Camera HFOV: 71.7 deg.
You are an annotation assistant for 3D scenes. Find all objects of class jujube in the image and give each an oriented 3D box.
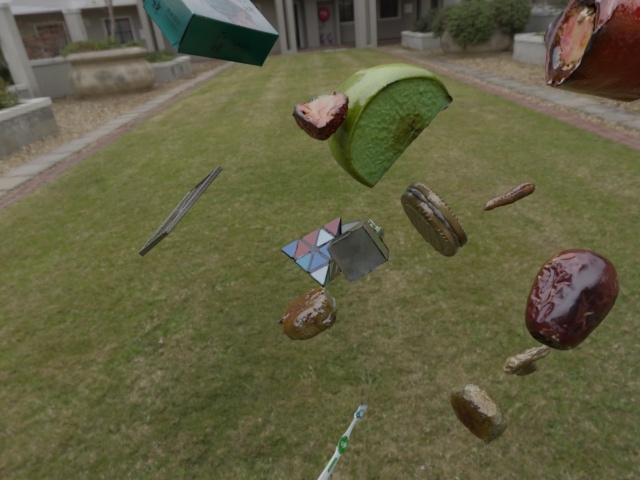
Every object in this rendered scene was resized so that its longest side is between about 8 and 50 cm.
[{"bbox_3d":[0.760,0.175,1.349,0.223,0.223,0.318,22,69,44],"label":"jujube"}]

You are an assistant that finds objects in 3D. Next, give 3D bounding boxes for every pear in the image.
[{"bbox_3d":[0.139,-0.369,1.257,0.342,0.239,0.318,-48,34,11],"label":"pear"}]

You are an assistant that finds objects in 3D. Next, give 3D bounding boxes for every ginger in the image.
[{"bbox_3d":[0.698,0.429,1.543,0.150,0.258,0.065,-17,59,-2],"label":"ginger"}]

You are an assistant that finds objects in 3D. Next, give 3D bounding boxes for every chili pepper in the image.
[{"bbox_3d":[0.689,-0.421,0.994,0.306,0.251,0.229,16,54,-4],"label":"chili pepper"}]

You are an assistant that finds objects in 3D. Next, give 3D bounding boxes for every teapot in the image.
[{"bbox_3d":[0.200,-0.021,2.296,0.240,0.321,0.239,-30,68,-2],"label":"teapot"}]

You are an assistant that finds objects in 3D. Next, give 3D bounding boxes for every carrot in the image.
[{"bbox_3d":[0.467,-0.106,1.098,0.165,0.035,0.036,-25,31,-16],"label":"carrot"}]

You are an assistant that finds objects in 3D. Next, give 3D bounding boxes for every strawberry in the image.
[{"bbox_3d":[0.007,-0.296,1.069,0.140,0.085,0.192,-30,38,-17],"label":"strawberry"}]

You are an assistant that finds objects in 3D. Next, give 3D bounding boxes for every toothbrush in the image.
[{"bbox_3d":[0.056,0.575,1.227,0.030,0.030,0.304,11,36,30],"label":"toothbrush"}]

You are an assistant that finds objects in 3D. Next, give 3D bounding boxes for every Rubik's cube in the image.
[{"bbox_3d":[0.000,0.000,1.715,0.250,0.234,0.284,29,13,16],"label":"Rubik's cube"}]

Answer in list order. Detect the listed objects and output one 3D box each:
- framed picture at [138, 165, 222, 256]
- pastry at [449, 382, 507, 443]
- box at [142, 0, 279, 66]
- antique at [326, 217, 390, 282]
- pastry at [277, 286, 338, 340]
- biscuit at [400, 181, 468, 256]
[{"bbox_3d":[-0.369,-0.080,1.161,0.189,0.023,0.259,-27,27,45],"label":"framed picture"},{"bbox_3d":[0.526,0.567,1.477,0.093,0.182,0.192,-29,46,-20],"label":"pastry"},{"bbox_3d":[-0.230,-0.476,0.961,0.245,0.092,0.153,-19,66,-51],"label":"box"},{"bbox_3d":[0.129,0.028,1.457,0.152,0.146,0.148,-33,4,18],"label":"antique"},{"bbox_3d":[-0.033,0.250,1.523,0.218,0.100,0.229,-44,18,-26],"label":"pastry"},{"bbox_3d":[0.332,-0.060,1.312,0.079,0.259,0.259,-39,30,0],"label":"biscuit"}]
